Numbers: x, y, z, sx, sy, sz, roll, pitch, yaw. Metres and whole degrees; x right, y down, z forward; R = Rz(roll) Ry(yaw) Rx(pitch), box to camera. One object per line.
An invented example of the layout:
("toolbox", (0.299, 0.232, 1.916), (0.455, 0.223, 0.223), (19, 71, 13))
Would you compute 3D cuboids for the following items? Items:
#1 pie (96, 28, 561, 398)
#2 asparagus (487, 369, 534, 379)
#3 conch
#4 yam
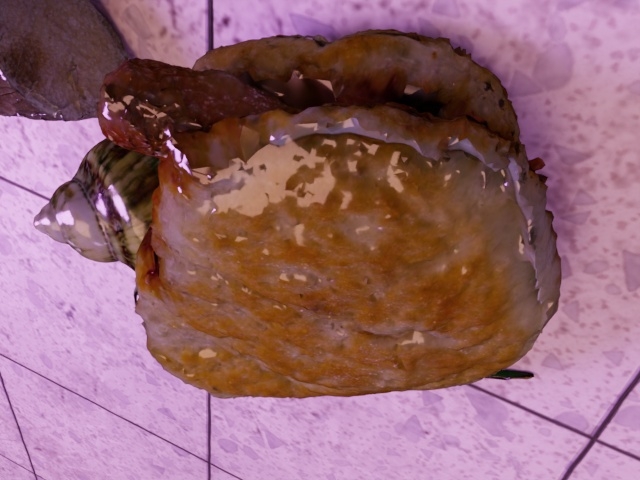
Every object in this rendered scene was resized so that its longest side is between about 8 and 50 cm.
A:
("pie", (0.013, 0.018, 0.643), (0.396, 0.180, 0.418), (5, 133, 7))
("asparagus", (0.162, 0.153, 0.788), (0.166, 0.013, 0.016), (-4, 113, 34))
("conch", (-0.209, -0.032, 0.758), (0.182, 0.187, 0.124), (-30, 153, 9))
("yam", (-0.336, -0.195, 0.707), (0.255, 0.154, 0.153), (11, 131, 29))
